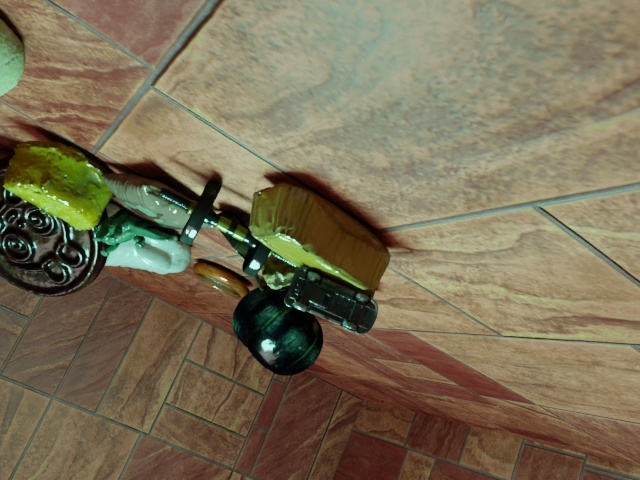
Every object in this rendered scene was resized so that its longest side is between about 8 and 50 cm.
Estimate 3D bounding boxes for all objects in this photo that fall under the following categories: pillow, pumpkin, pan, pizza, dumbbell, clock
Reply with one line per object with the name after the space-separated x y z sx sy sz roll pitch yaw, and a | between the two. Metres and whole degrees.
-0.378 -0.087 1.505 0.236 0.084 0.223 6 157 47 | pillow
-0.117 0.268 1.986 0.315 0.238 0.315 44 173 6 | pumpkin
-0.167 0.013 1.471 0.202 0.048 0.128 53 -175 -1 | pan
-0.058 0.046 1.445 0.161 0.182 0.063 -1 115 18 | pizza
-0.184 -0.025 1.337 0.325 0.143 0.143 27 163 -11 | dumbbell
-0.328 0.129 2.143 0.205 0.051 0.205 23 163 7 | clock

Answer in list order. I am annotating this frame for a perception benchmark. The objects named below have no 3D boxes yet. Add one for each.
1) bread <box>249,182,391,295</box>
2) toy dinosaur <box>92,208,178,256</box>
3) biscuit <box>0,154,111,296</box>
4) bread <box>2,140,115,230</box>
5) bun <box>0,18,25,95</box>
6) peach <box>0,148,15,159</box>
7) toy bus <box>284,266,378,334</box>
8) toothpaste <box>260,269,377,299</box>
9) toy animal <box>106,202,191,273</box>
0.000 0.000 1.212 0.288 0.120 0.152 34 157 -34 | bread
-0.474 -0.012 1.567 0.291 0.120 0.079 17 149 44 | toy dinosaur
-0.760 -0.030 1.732 0.407 0.408 0.091 24 -155 0 | biscuit
-0.595 -0.134 1.534 0.147 0.161 0.260 4 153 37 | bread
-0.608 -0.311 1.033 0.243 0.153 0.244 26 164 8 | bun
-0.869 -0.187 1.824 0.179 0.103 0.179 19 162 6 | peach
0.020 0.117 1.225 0.174 0.079 0.077 24 173 -5 | toy bus
-0.017 0.083 1.577 0.312 0.071 0.089 20 167 11 | toothpaste
-0.552 0.004 1.884 0.356 0.194 0.258 14 155 -12 | toy animal
